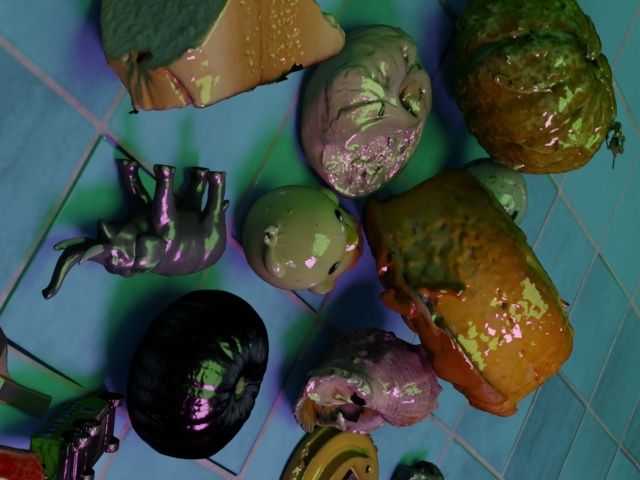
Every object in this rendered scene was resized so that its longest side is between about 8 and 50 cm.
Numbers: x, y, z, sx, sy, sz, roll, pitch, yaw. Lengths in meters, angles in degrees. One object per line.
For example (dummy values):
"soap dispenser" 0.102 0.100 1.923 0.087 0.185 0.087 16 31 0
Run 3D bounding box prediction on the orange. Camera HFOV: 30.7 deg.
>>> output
"orange" 0.305 -0.237 1.724 0.301 0.223 0.300 44 34 -43

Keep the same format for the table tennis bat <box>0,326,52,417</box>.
"table tennis bat" -0.353 0.136 1.172 0.220 0.019 0.130 39 72 -50

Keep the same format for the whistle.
"whistle" 0.008 0.000 1.502 0.294 0.141 0.141 4 99 -54

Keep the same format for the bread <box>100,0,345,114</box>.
"bread" -0.119 -0.197 1.227 0.224 0.183 0.211 42 69 -47

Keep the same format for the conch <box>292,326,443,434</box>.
"conch" 0.053 0.206 1.618 0.245 0.163 0.178 4 120 -48

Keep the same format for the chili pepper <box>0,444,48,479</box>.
"chili pepper" -0.386 0.247 1.102 0.252 0.136 0.144 27 107 -45

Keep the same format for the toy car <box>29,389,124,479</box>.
"toy car" -0.262 0.215 1.260 0.165 0.062 0.071 -57 156 -74

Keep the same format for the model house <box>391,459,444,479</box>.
"model house" 0.150 0.394 1.897 0.083 0.066 0.079 28 90 -35

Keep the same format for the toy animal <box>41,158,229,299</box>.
"toy animal" -0.192 -0.021 1.275 0.269 0.082 0.137 -11 110 -51

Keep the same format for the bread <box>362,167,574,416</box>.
"bread" 0.205 0.060 1.602 0.204 0.337 0.358 -38 150 8

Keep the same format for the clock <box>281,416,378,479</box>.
"clock" 0.024 0.375 1.717 0.237 0.057 0.237 -21 118 -46

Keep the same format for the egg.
"egg" 0.247 -0.050 1.799 0.164 0.131 0.131 -58 142 -3

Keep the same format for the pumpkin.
"pumpkin" -0.144 0.153 1.352 0.202 0.140 0.202 -52 151 -44

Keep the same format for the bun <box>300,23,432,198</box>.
"bun" 0.072 -0.168 1.540 0.210 0.116 0.237 3 98 -52
